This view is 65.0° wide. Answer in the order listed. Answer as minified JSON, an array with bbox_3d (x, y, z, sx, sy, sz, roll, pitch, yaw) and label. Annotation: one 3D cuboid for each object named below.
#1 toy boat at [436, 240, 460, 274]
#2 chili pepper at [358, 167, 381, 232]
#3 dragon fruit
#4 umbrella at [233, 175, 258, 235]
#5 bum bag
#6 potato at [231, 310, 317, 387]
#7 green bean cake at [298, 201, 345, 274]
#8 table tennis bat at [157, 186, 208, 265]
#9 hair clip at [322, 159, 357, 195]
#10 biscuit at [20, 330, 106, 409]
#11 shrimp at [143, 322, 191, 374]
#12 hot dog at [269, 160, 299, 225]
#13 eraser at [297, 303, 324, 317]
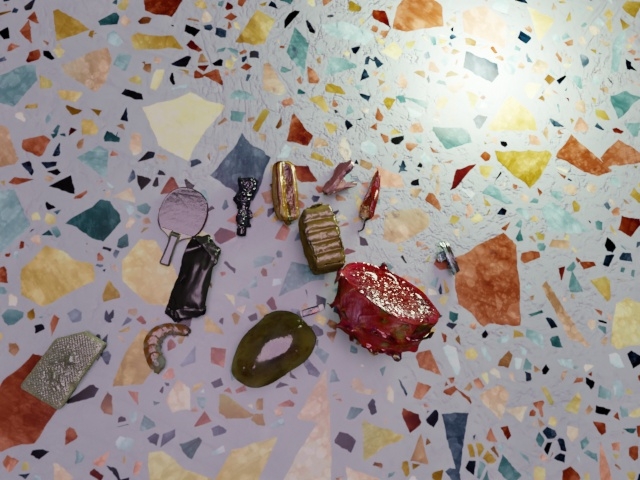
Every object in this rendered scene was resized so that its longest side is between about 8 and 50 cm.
[{"bbox_3d":[0.482,0.068,1.923,0.066,0.059,0.140,-23,83,15],"label":"toy boat"},{"bbox_3d":[0.194,-0.152,1.933,0.050,0.059,0.268,32,68,-40],"label":"chili pepper"},{"bbox_3d":[0.196,0.248,1.718,0.386,0.371,0.249,22,109,-8],"label":"dragon fruit"},{"bbox_3d":[-0.285,-0.127,1.848,0.080,0.071,0.224,2,81,21],"label":"umbrella"},{"bbox_3d":[-0.436,0.134,1.766,0.142,0.079,0.326,16,79,3],"label":"bum bag"},{"bbox_3d":[-0.164,0.367,1.702,0.307,0.173,0.210,-38,89,-17],"label":"potato"},{"bbox_3d":[0.000,0.000,1.781,0.131,0.224,0.229,-13,78,-7],"label":"green bean cake"},{"bbox_3d":[-0.511,-0.052,1.820,0.173,0.022,0.301,17,75,-5],"label":"table tennis bat"},{"bbox_3d":[0.063,-0.236,1.901,0.138,0.123,0.102,-21,102,-16],"label":"hair clip"},{"bbox_3d":[-0.842,0.410,1.657,0.150,0.052,0.252,33,75,0],"label":"biscuit"},{"bbox_3d":[-0.518,0.364,1.722,0.166,0.049,0.161,-13,78,-18],"label":"shrimp"},{"bbox_3d":[-0.135,-0.176,1.879,0.104,0.076,0.250,-3,81,-29],"label":"hot dog"},{"bbox_3d":[-0.035,0.256,1.823,0.099,0.019,0.027,-16,80,-12],"label":"eraser"}]
